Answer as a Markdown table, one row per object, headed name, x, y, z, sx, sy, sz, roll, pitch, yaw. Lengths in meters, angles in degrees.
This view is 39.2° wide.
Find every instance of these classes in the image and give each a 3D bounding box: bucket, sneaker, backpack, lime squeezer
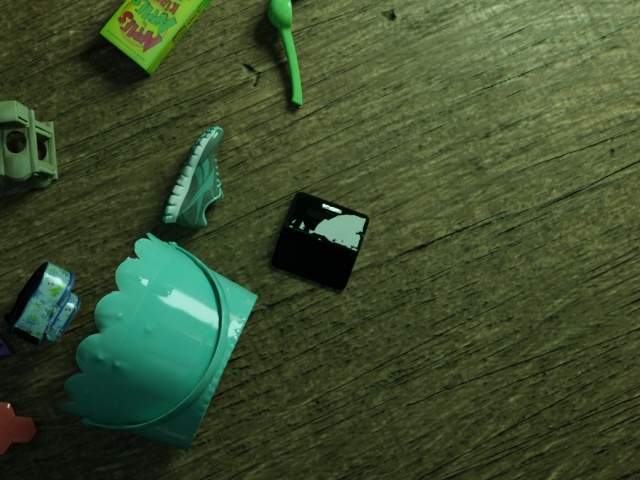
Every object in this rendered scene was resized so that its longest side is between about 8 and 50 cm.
| name | x | y | z | sx | sy | sz | roll | pitch | yaw |
| --- | --- | --- | --- | --- | --- | --- | --- | --- | --- |
| bucket | -0.218 | 0.148 | 1.258 | 0.183 | 0.281 | 0.281 | 24 | 88 | -2 |
| sneaker | -0.178 | -0.092 | 1.370 | 0.076 | 0.065 | 0.166 | 25 | 91 | -16 |
| backpack | -0.407 | 0.094 | 1.337 | 0.084 | 0.105 | 0.114 | 29 | 87 | -21 |
| lime squeezer | -0.013 | -0.371 | 1.374 | 0.110 | 0.059 | 0.310 | 25 | 87 | 1 |

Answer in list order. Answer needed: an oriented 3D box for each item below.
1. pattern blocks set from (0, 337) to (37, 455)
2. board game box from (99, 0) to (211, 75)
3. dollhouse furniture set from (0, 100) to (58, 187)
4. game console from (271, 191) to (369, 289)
| name | x | y | z | sx | sy | sz | roll | pitch | yaw |
| --- | --- | --- | --- | --- | --- | --- | --- | --- | --- |
| pattern blocks set | -0.606 | 0.228 | 1.299 | 0.325 | 0.026 | 0.285 | -18 | 79 | -25 |
| board game box | -0.243 | -0.355 | 1.379 | 0.092 | 0.043 | 0.181 | 39 | 88 | 1 |
| dollhouse furniture set | -0.487 | -0.129 | 1.302 | 0.161 | 0.182 | 0.101 | -6 | 88 | -1 |
| game console | 0.000 | 0.000 | 1.383 | 0.122 | 0.071 | 0.107 | 20 | 58 | 0 |
